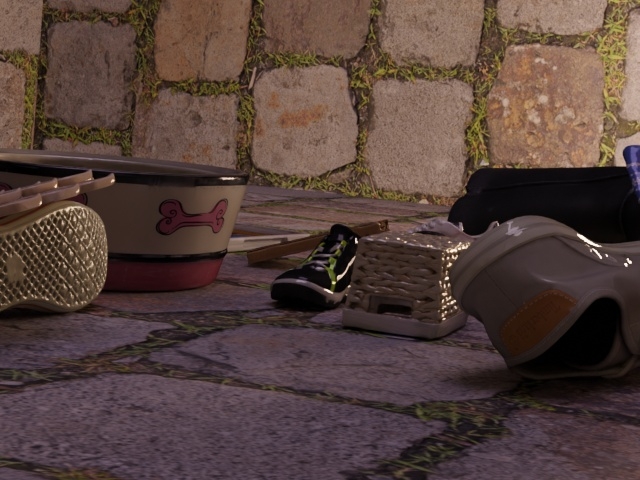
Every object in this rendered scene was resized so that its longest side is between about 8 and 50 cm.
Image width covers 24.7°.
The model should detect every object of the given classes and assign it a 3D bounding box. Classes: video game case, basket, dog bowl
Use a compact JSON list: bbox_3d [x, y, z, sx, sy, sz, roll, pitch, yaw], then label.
[{"bbox_3d":[-0.175,-0.009,2.427,0.204,0.025,0.285,8,6,30],"label":"video game case"},{"bbox_3d":[0.104,0.047,1.666,0.113,0.103,0.167,8,5,18],"label":"basket"},{"bbox_3d":[-0.299,-0.031,1.883,0.408,0.150,0.408,4,5,0],"label":"dog bowl"}]

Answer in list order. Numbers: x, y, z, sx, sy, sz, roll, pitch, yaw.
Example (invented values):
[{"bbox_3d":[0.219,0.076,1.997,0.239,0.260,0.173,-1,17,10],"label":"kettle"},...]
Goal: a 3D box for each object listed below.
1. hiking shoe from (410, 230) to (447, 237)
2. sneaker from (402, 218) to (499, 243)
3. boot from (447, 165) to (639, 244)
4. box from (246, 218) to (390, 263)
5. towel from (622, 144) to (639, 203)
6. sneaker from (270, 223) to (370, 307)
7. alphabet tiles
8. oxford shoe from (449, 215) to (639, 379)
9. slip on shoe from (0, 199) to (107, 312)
[{"bbox_3d":[0.205,0.047,1.993,0.227,0.086,0.114,17,-1,42],"label":"hiking shoe"},{"bbox_3d":[0.149,0.013,2.137,0.235,0.095,0.090,2,7,1],"label":"sneaker"},{"bbox_3d":[0.400,-0.020,2.355,0.445,0.146,0.367,1,23,30],"label":"boot"},{"bbox_3d":[0.000,0.000,2.190,0.201,0.021,0.164,-13,1,8],"label":"box"},{"bbox_3d":[0.583,-0.018,2.102,0.243,0.040,0.336,7,41,-15],"label":"towel"},{"bbox_3d":[0.005,0.027,1.816,0.084,0.097,0.235,7,6,21],"label":"sneaker"},{"bbox_3d":[-0.354,-0.028,1.429,0.278,0.021,0.284,-10,7,30],"label":"alphabet tiles"},{"bbox_3d":[0.294,0.079,1.466,0.449,0.169,0.130,11,40,-51],"label":"oxford shoe"},{"bbox_3d":[-0.324,0.023,1.497,0.101,0.123,0.331,3,9,26],"label":"slip on shoe"}]
